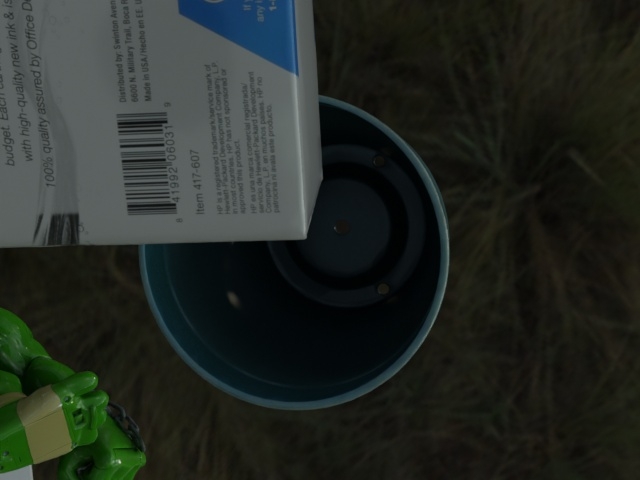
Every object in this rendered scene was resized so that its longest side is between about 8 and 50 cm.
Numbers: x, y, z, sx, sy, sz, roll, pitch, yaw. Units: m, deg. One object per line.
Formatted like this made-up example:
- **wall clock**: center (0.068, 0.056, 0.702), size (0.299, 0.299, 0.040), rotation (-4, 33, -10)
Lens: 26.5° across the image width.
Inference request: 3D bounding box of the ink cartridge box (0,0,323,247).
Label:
- **ink cartridge box**: center (-0.106, -0.078, 0.585), size (0.203, 0.086, 0.148), rotation (-1, 110, 6)

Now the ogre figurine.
- **ogre figurine**: center (-0.181, 0.056, 0.626), size (0.197, 0.097, 0.118), rotation (1, 27, -36)

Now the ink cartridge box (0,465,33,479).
- **ink cartridge box**: center (-0.269, 0.256, 1.046), size (0.104, 0.060, 0.180), rotation (-5, 87, -29)

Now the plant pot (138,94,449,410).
- **plant pot**: center (0.000, 0.000, 1.275), size (0.271, 0.255, 0.272), rotation (1, 95, 12)
